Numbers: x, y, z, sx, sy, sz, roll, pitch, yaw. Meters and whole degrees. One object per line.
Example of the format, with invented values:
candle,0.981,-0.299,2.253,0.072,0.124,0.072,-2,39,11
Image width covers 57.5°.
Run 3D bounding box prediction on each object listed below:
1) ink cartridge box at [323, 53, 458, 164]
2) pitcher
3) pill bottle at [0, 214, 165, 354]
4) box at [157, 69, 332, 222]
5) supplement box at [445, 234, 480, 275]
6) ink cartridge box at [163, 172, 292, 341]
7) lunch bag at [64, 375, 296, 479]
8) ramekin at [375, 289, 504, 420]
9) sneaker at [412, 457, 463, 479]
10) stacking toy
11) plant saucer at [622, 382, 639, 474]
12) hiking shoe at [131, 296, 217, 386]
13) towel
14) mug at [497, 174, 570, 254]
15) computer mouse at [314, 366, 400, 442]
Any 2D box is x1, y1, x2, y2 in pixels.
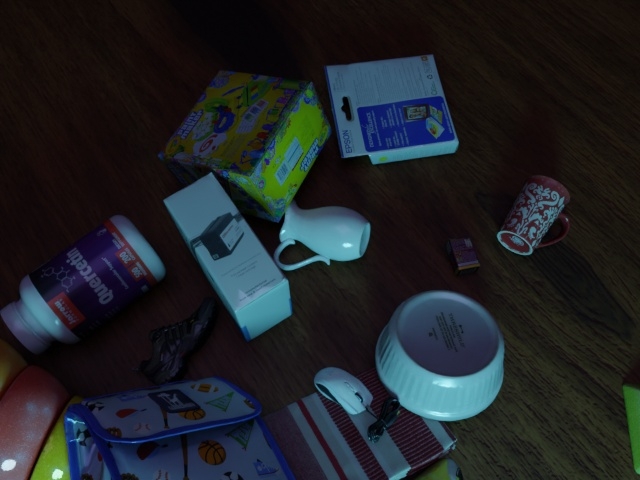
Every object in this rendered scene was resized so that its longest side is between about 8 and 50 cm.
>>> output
ink cartridge box,0.182,-0.351,1.560,0.307,0.072,0.303,-8,66,-1
pitcher,0.000,0.000,1.372,0.207,0.125,0.178,13,79,18
pill bottle,-0.517,0.100,1.282,0.323,0.181,0.181,-39,71,-16
box,-0.174,-0.234,1.400,0.279,0.177,0.290,16,65,29
supplement box,0.338,0.036,1.388,0.055,0.043,0.083,-10,66,-4
ink cartridge box,-0.199,0.041,1.287,0.129,0.223,0.307,-31,69,-13
lunch bag,-0.244,0.423,1.038,0.328,0.239,0.385,1,43,-44
ramekin,0.253,0.224,1.216,0.273,0.127,0.273,0,48,0
sneaker,0.111,0.537,1.089,0.384,0.145,0.147,-38,81,-18
stacking toy,-0.537,0.399,1.116,0.480,0.350,0.350,24,66,-7
plant saucer,0.747,0.393,1.218,0.188,0.045,0.188,4,65,2
hiking shoe,-0.317,0.209,1.284,0.114,0.086,0.227,28,69,9
towel,0.075,0.386,1.167,0.329,0.037,0.237,-19,47,-22
mug,0.520,-0.049,1.393,0.150,0.113,0.169,32,72,16
computer mouse,0.066,0.316,1.186,0.193,0.042,0.106,31,50,28
